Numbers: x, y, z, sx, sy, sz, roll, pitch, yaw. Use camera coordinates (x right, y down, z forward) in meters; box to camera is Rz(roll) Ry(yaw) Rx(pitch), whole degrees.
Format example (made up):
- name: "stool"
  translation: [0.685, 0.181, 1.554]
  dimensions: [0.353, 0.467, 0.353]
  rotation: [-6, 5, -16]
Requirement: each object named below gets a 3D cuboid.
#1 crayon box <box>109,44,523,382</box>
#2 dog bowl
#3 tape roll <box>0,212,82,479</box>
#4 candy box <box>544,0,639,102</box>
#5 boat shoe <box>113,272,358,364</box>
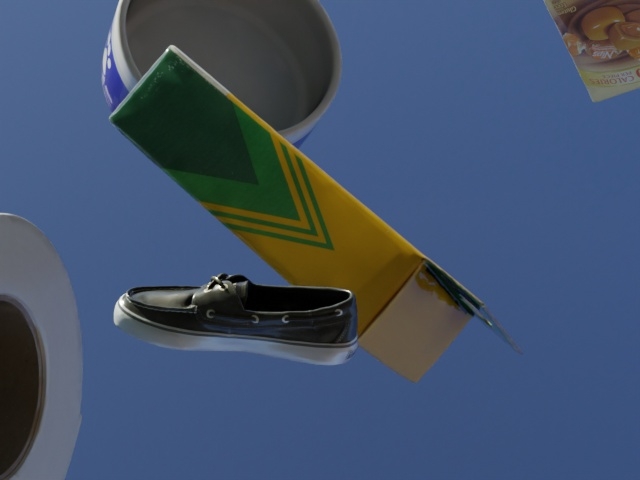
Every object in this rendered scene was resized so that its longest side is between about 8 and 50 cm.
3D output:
- name: "crayon box"
  translation: [0.000, 0.000, 1.031]
  dimensions: [0.323, 0.203, 0.083]
  rotation: [40, -91, 22]
- name: "dog bowl"
  translation: [-0.115, -0.204, 1.506]
  dimensions: [0.264, 0.104, 0.265]
  rotation: [9, -118, -18]
- name: "tape roll"
  translation: [-0.295, 0.101, 0.912]
  dimensions: [0.169, 0.246, 0.246]
  rotation: [1, -113, 16]
- name: "candy box"
  translation: [0.455, -0.312, 1.632]
  dimensions: [0.183, 0.316, 0.087]
  rotation: [58, -149, -25]
- name: "boat shoe"
  translation: [-0.047, 0.039, 0.749]
  dimensions: [0.142, 0.040, 0.049]
  rotation: [7, -157, 2]
